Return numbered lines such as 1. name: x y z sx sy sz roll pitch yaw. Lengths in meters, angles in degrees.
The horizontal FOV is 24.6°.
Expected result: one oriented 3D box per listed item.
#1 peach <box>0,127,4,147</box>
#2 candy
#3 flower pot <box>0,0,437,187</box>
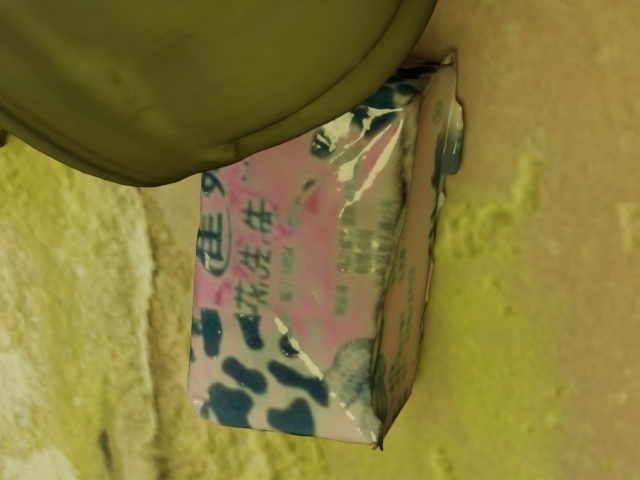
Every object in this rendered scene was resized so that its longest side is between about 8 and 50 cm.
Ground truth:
1. peach: -0.180 -0.109 0.612 0.092 0.127 0.172 17 141 8
2. candy: 0.000 0.000 0.586 0.092 0.073 0.160 13 114 17
3. flower pot: -0.036 -0.194 0.419 0.244 0.307 0.307 -35 94 12
